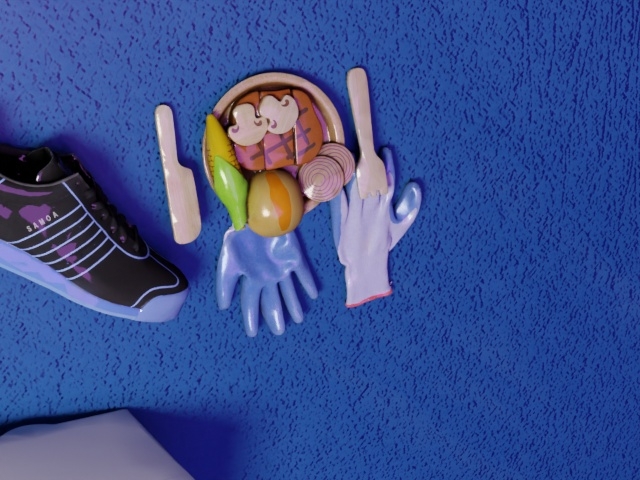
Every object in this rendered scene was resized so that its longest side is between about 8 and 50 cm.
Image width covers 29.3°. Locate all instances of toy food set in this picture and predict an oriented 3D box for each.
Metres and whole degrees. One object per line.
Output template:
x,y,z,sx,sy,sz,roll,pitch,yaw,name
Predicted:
-0.033,-0.070,0.998,0.192,0.038,0.132,-15,105,-19,toy food set

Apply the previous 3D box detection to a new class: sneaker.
-0.189,-0.013,0.942,0.232,0.081,0.090,25,109,-31,sneaker

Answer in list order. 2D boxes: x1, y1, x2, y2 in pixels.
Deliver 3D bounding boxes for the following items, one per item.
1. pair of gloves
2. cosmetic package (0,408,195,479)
0.000,0.000,1.074,0.198,0.023,0.159,-14,119,-18,pair of gloves
-0.229,0.347,1.039,0.197,0.155,0.366,-10,120,-35,cosmetic package
